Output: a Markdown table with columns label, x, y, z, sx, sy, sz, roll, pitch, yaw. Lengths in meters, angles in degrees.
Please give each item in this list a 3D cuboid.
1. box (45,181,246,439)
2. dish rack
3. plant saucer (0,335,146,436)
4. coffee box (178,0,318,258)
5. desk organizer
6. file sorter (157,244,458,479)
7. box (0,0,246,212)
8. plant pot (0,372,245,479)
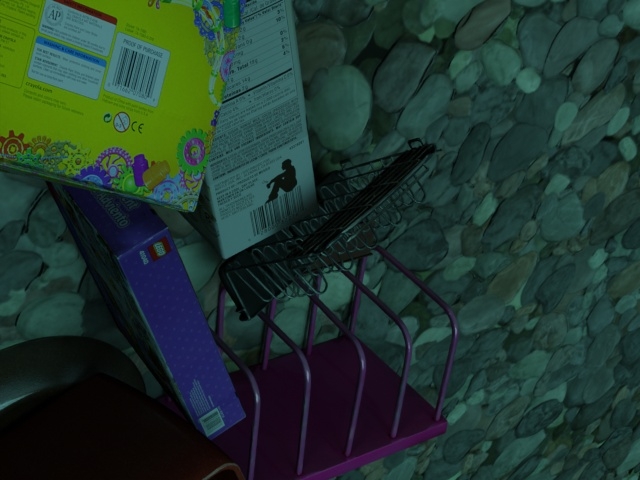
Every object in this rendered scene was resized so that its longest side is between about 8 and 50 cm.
| label | x | y | z | sx | sy | sz | roll | pitch | yaw |
| --- | --- | --- | --- | --- | --- | --- | --- | --- | --- |
| box | -0.177 | 0.044 | 1.251 | 0.057 | 0.201 | 0.293 | -32 | 139 | -15 |
| dish rack | 0.015 | -0.013 | 1.308 | 0.208 | 0.271 | 0.074 | -43 | 103 | -24 |
| plant saucer | -0.322 | 0.245 | 1.414 | 0.311 | 0.050 | 0.310 | -23 | 134 | -26 |
| coffee box | -0.107 | -0.155 | 1.172 | 0.119 | 0.168 | 0.297 | -29 | 137 | -21 |
| desk organizer | 0.000 | 0.000 | 1.490 | 0.130 | 0.047 | 0.050 | -15 | 129 | -32 |
| file sorter | -0.013 | 0.143 | 1.482 | 0.291 | 0.202 | 0.182 | -15 | 128 | -32 |
| box | -0.264 | -0.149 | 0.920 | 0.290 | 0.279 | 0.177 | 16 | 87 | -47 |
| plant pot | -0.221 | 0.303 | 1.328 | 0.267 | 0.236 | 0.267 | -34 | 138 | -14 |
